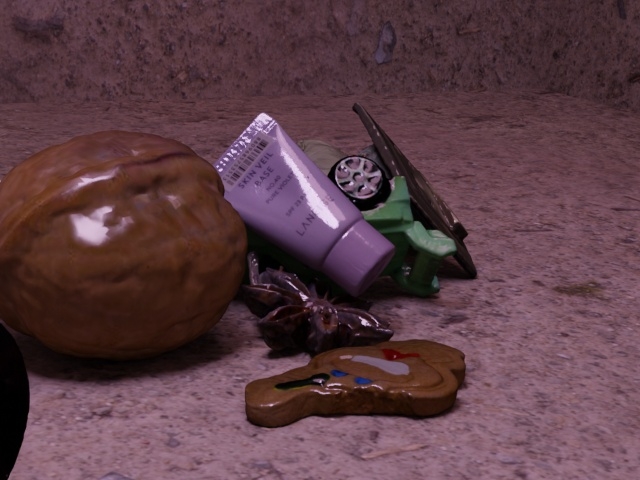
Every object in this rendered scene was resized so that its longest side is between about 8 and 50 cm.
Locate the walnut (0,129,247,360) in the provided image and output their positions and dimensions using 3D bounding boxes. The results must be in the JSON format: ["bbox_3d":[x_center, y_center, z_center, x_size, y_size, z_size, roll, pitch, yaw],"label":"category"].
[{"bbox_3d":[-0.273,0.008,1.609,0.344,0.306,0.306,-5,16,-41],"label":"walnut"}]

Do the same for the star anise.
[{"bbox_3d":[-0.017,0.096,1.696,0.262,0.081,0.230,27,27,34],"label":"star anise"}]

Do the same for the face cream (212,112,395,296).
[{"bbox_3d":[-0.027,-0.042,1.732,0.274,0.154,0.096,39,-6,11],"label":"face cream"}]

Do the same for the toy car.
[{"bbox_3d":[0.000,0.000,1.866,0.359,0.176,0.213,-7,-27,-13],"label":"toy car"}]

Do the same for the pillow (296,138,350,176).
[{"bbox_3d":[0.085,-0.088,2.248,0.281,0.076,0.274,29,13,-10],"label":"pillow"}]

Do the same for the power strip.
[{"bbox_3d":[0.136,-0.070,2.041,0.251,0.092,0.257,38,18,-40],"label":"power strip"}]

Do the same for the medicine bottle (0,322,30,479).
[{"bbox_3d":[-0.479,0.146,1.155,0.395,0.242,0.242,2,12,32],"label":"medicine bottle"}]

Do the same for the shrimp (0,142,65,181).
[{"bbox_3d":[-0.463,-0.003,1.714,0.145,0.116,0.343,34,69,34],"label":"shrimp"}]

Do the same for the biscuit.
[{"bbox_3d":[0.050,0.169,1.513,0.320,0.047,0.183,-7,14,-26],"label":"biscuit"}]
